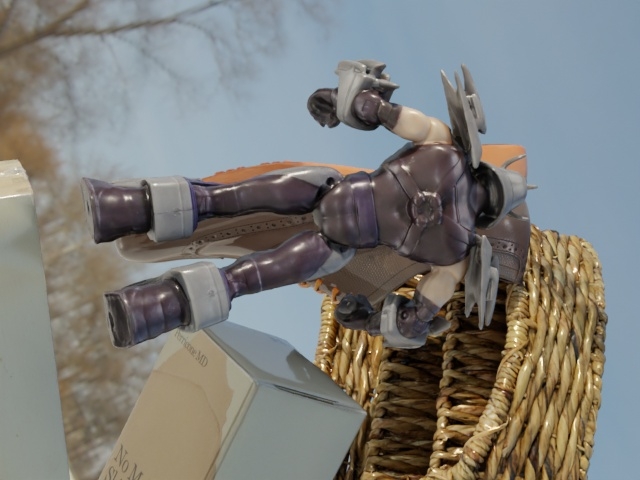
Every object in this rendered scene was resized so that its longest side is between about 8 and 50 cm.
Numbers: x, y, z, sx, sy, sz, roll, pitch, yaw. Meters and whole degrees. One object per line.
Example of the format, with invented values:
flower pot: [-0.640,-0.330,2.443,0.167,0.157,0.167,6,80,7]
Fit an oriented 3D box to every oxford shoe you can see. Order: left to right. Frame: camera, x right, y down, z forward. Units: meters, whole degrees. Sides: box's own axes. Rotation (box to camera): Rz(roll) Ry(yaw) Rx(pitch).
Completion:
oxford shoe: [0.000,0.000,1.096,0.130,0.363,0.133,63,21,-89]

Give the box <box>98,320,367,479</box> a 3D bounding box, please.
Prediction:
box: [-0.105,0.230,1.073,0.148,0.121,0.311,35,-79,53]

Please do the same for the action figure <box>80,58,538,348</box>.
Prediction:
action figure: [0.003,-0.016,0.801,0.099,0.284,0.185,168,-88,-76]

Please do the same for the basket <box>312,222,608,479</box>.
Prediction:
basket: [0.119,0.116,1.182,0.213,0.223,0.299,119,-15,-56]

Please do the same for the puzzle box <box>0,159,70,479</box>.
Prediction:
puzzle box: [-0.292,0.158,0.809,0.052,0.272,0.409,-126,-149,-56]
